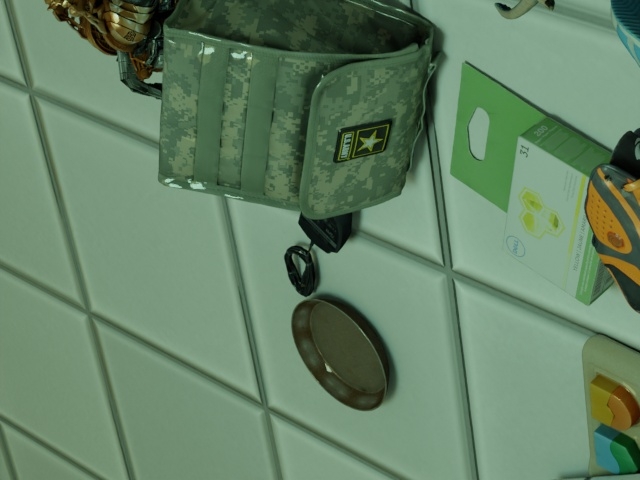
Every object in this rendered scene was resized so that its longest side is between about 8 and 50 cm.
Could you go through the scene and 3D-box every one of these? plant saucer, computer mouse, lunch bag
[{"bbox_3d":[0.031,0.142,2.431,0.168,0.029,0.168,32,140,32],"label":"plant saucer"},{"bbox_3d":[0.000,0.000,2.345,0.071,0.041,0.242,46,153,12],"label":"computer mouse"},{"bbox_3d":[-0.023,-0.157,2.069,0.287,0.169,0.235,12,137,3],"label":"lunch bag"}]

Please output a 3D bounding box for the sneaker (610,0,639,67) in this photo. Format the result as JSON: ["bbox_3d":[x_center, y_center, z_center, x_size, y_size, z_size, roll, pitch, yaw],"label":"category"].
[{"bbox_3d":[0.321,-0.151,1.684,0.092,0.087,0.228,81,168,-48],"label":"sneaker"}]

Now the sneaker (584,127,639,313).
[{"bbox_3d":[0.351,-0.040,1.738,0.180,0.124,0.321,51,138,3],"label":"sneaker"}]

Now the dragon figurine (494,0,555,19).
[{"bbox_3d":[0.229,-0.294,1.727,0.085,0.144,0.289,42,165,17],"label":"dragon figurine"}]

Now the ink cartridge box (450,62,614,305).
[{"bbox_3d":[0.216,-0.060,1.988,0.235,0.056,0.171,34,143,27],"label":"ink cartridge box"}]

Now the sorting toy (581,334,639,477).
[{"bbox_3d":[0.363,0.222,2.064,0.193,0.038,0.208,27,138,37],"label":"sorting toy"}]

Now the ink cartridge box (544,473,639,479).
[{"bbox_3d":[0.335,0.357,2.128,0.172,0.100,0.237,53,154,-9],"label":"ink cartridge box"}]

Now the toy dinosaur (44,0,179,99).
[{"bbox_3d":[-0.209,-0.282,2.171,0.164,0.218,0.322,3,165,34],"label":"toy dinosaur"}]
